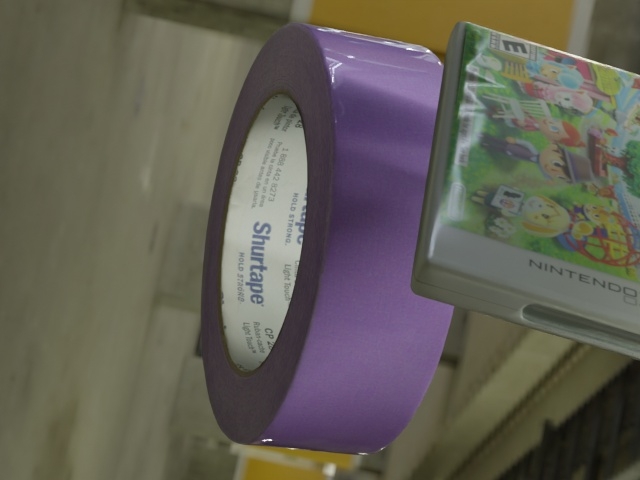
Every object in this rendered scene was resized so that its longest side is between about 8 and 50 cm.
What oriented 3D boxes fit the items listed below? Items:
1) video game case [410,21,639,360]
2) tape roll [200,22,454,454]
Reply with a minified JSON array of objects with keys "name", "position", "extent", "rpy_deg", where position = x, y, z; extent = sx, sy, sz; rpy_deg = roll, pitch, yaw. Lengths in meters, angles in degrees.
[{"name":"video game case","position":[0.148,-0.021,0.753],"extent":[0.212,0.193,0.023],"rpy_deg":[-77,-175,-51]},{"name":"tape roll","position":[0.000,0.000,1.009],"extent":[0.275,0.090,0.275],"rpy_deg":[-173,-90,-72]}]
